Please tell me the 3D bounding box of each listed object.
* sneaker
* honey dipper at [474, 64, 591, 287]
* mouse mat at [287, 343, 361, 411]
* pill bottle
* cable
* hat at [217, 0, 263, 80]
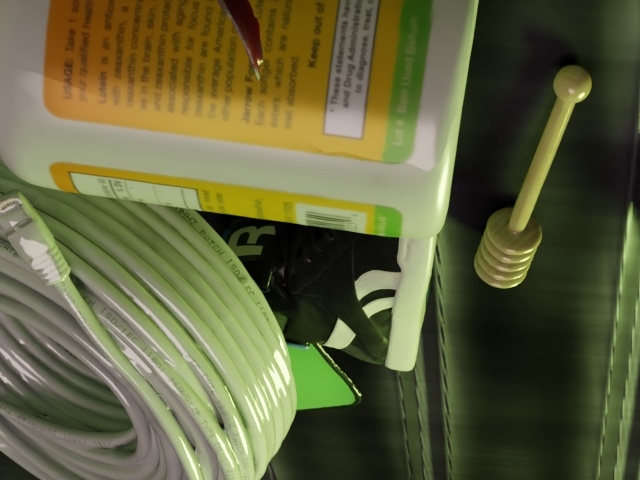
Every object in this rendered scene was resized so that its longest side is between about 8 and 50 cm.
[{"bbox_3d":[0.000,0.000,0.807,0.121,0.079,0.217,8,146,4],"label":"sneaker"},{"bbox_3d":[0.107,-0.032,0.779,0.030,0.030,0.161,10,144,0],"label":"honey dipper"},{"bbox_3d":[-0.074,0.066,0.989,0.152,0.007,0.190,-8,143,24],"label":"mouse mat"},{"bbox_3d":[-0.061,-0.083,0.649,0.245,0.136,0.136,8,146,3],"label":"pill bottle"},{"bbox_3d":[-0.135,0.054,0.858,0.257,0.089,0.257,49,146,-19],"label":"cable"},{"bbox_3d":[-0.122,-0.174,0.488,0.208,0.184,0.173,0,145,14],"label":"hat"}]
